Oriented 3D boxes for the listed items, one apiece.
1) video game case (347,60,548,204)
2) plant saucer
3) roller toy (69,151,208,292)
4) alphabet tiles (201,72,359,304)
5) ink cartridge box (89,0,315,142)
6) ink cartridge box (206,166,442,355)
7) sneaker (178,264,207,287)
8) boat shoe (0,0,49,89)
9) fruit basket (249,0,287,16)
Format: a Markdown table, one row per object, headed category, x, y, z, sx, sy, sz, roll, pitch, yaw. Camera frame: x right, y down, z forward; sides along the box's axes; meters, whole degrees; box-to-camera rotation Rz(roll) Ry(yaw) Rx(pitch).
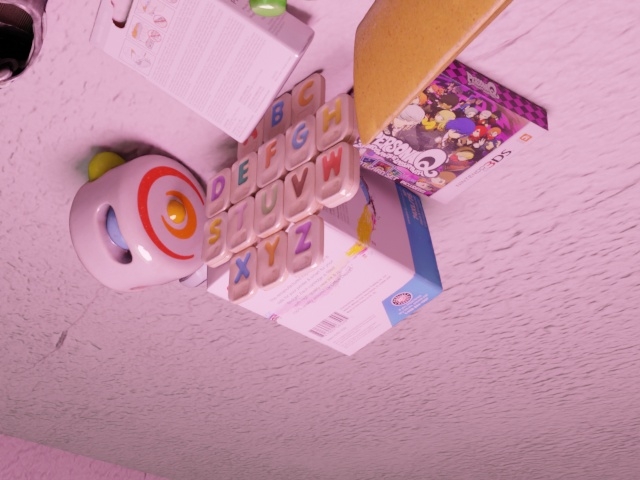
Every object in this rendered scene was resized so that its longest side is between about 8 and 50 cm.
| category | x | y | z | sx | sy | sz | roll | pitch | yaw |
| --- | --- | --- | --- | --- | --- | --- | --- | --- | --- |
| video game case | 0.144 | -0.149 | 1.023 | 0.232 | 0.041 | 0.210 | 22 | 144 | -24 |
| plant saucer | 0.163 | -0.256 | 0.594 | 0.081 | 0.333 | 0.333 | 45 | 156 | -1 |
| roller toy | -0.257 | -0.024 | 1.150 | 0.146 | 0.191 | 0.209 | -18 | 141 | 32 |
| alphabet tiles | -0.059 | -0.069 | 0.962 | 0.021 | 0.277 | 0.284 | 24 | 145 | -36 |
| ink cartridge box | -0.148 | -0.245 | 0.932 | 0.232 | 0.066 | 0.189 | 36 | 143 | -7 |
| ink cartridge box | 0.000 | 0.000 | 1.106 | 0.270 | 0.197 | 0.198 | 29 | 127 | -32 |
| sneaker | -0.150 | 0.026 | 1.306 | 0.091 | 0.094 | 0.258 | 30 | 140 | -27 |
| boat shoe | -0.382 | -0.236 | 0.875 | 0.121 | 0.119 | 0.335 | 18 | 157 | -24 |
| fruit basket | -0.030 | -0.340 | 0.441 | 0.392 | 0.392 | 0.283 | -1 | 148 | 11 |
